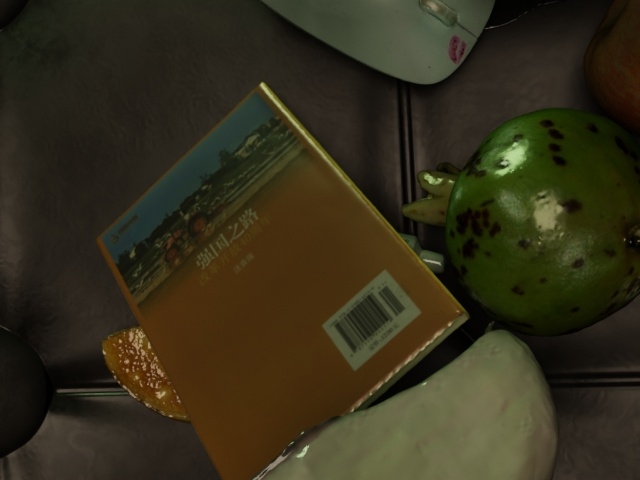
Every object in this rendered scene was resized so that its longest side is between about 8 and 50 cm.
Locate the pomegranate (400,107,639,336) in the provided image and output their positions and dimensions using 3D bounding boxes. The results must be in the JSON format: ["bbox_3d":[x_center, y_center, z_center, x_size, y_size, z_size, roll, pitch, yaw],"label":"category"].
[{"bbox_3d":[0.198,-0.021,0.750,0.263,0.211,0.211,21,93,52],"label":"pomegranate"}]

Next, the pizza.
[{"bbox_3d":[-0.149,0.129,0.870,0.175,0.046,0.134,36,96,10],"label":"pizza"}]

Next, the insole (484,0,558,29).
[{"bbox_3d":[0.218,-0.263,0.835,0.189,0.004,0.064,-12,86,10],"label":"insole"}]

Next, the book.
[{"bbox_3d":[-0.064,0.032,0.783,0.262,0.028,0.374,-43,53,7],"label":"book"}]

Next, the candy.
[{"bbox_3d":[0.029,0.270,0.665,0.186,0.386,0.427,47,131,15],"label":"candy"}]

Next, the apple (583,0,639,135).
[{"bbox_3d":[0.343,-0.174,0.717,0.174,0.188,0.188,30,94,5],"label":"apple"}]

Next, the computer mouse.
[{"bbox_3d":[0.035,-0.281,0.823,0.288,0.097,0.159,32,92,12],"label":"computer mouse"}]

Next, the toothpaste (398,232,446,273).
[{"bbox_3d":[0.000,0.001,0.847,0.269,0.047,0.069,11,109,13],"label":"toothpaste"}]
